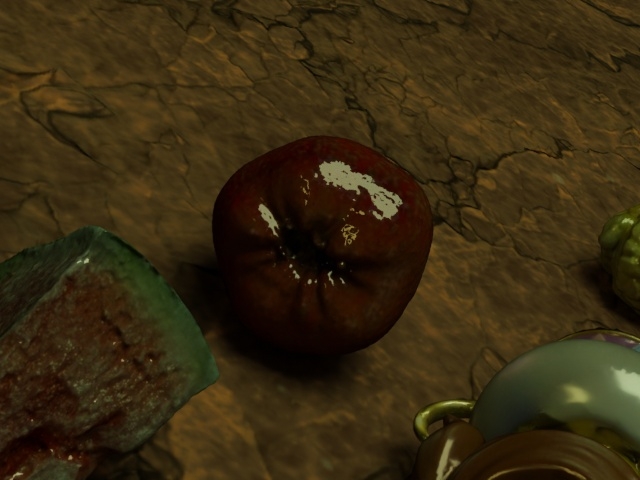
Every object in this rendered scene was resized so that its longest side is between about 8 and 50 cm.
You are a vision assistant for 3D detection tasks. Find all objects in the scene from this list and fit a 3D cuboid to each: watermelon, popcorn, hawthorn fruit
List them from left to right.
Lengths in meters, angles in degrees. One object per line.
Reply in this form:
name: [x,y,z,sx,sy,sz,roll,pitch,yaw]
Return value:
watermelon: [-0.115,0.064,0.579,0.098,0.121,0.158,49,29,-15]
hawthorn fruit: [0.000,0.000,0.776,0.132,0.133,0.138,35,13,4]
popcorn: [0.289,0.016,1.066,0.121,0.116,0.106,-46,124,-58]

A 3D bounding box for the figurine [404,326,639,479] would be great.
figurine: [0.120,0.141,0.661,0.189,0.142,0.263,8,22,22]
